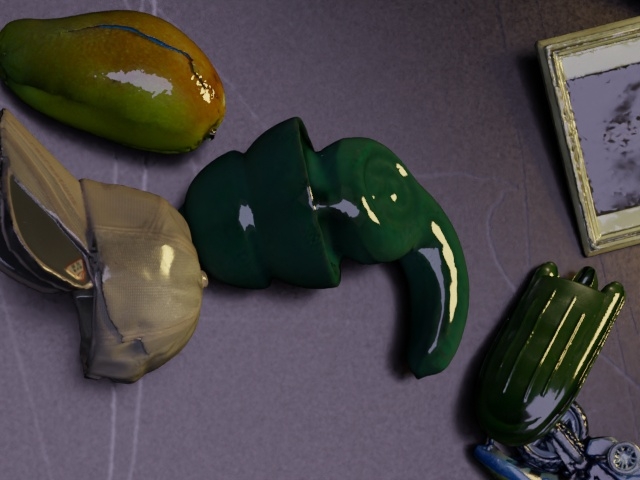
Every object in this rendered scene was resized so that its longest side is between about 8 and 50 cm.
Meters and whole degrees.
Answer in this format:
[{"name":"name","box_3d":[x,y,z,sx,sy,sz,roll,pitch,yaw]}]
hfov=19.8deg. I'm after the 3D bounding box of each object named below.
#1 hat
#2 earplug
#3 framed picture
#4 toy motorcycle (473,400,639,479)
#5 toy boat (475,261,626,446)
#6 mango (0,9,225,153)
[{"name":"hat","box_3d":[-0.214,-0.003,1.669,0.161,0.232,0.275,-39,97,-17]},{"name":"earplug","box_3d":[0.000,0.000,1.766,0.280,0.164,0.257,-6,127,1]},{"name":"framed picture","box_3d":[0.383,-0.126,1.853,0.293,0.018,0.231,-15,97,-2]},{"name":"toy motorcycle","box_3d":[0.271,0.260,1.798,0.254,0.092,0.135,40,87,5]},{"name":"toy boat","box_3d":[0.221,0.108,1.797,0.104,0.052,0.210,18,64,26]},{"name":"mango","box_3d":[-0.200,-0.161,1.749,0.232,0.111,0.125,21,66,5]}]
